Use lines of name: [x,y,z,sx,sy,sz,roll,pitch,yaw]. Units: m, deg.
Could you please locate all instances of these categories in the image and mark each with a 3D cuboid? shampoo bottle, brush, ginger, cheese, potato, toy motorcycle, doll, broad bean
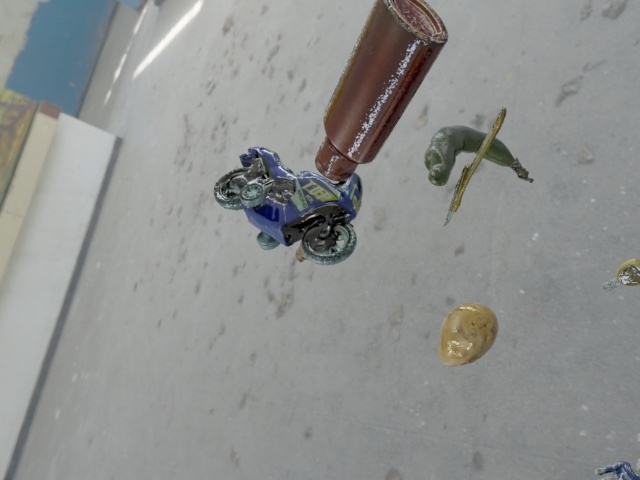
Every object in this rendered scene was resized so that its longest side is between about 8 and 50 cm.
shampoo bottle: [0.060,-0.176,0.719,0.102,0.064,0.260,58,146,19]
brush: [0.214,-0.105,0.802,0.218,0.010,0.082,102,-171,-60]
ginger: [-0.006,0.007,1.368,0.133,0.059,0.214,-46,-5,-9]
cheese: [0.929,0.116,1.758,0.036,0.086,0.162,-43,-5,-32]
potato: [0.163,0.108,0.650,0.083,0.068,0.062,125,148,-48]
toy motorcycle: [-0.040,-0.070,0.925,0.315,0.113,0.169,31,62,36]
doll: [0.769,0.613,1.453,0.227,0.057,0.114,-26,40,-3]
broad bean: [0.276,-0.158,1.060,0.049,0.292,0.144,-54,53,40]
